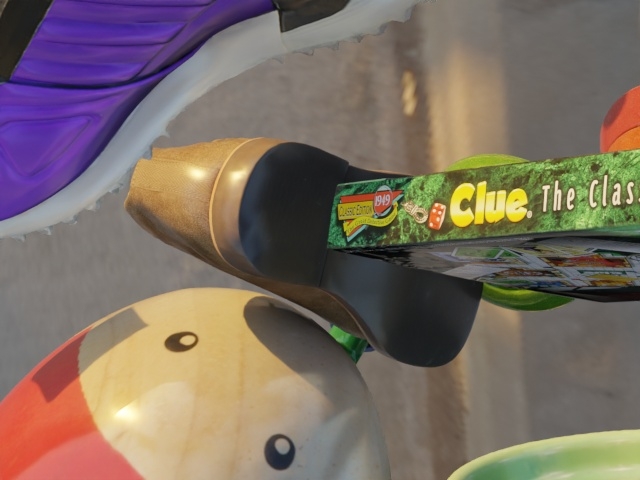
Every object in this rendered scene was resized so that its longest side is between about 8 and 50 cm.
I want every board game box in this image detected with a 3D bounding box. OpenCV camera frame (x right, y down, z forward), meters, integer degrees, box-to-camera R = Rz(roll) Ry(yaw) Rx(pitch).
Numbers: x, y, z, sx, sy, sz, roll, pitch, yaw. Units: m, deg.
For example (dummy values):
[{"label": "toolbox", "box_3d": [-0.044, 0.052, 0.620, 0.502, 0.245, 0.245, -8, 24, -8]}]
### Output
[{"label": "board game box", "box_3d": [0.133, -0.004, 0.619, 0.136, 0.259, 0.030, 15, 78, -36]}]

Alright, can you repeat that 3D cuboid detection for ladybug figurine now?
[{"label": "ladybug figurine", "box_3d": [-0.141, 0.231, 1.245, 0.305, 0.162, 0.449, 41, 111, 21]}]

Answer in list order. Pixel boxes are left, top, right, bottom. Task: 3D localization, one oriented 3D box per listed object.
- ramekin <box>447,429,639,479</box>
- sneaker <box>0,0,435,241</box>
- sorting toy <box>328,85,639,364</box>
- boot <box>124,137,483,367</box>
[{"label": "ramekin", "box_3d": [0.246, 0.244, 1.417, 0.303, 0.303, 0.148, -5, 97, -8]}, {"label": "sneaker", "box_3d": [-0.092, -0.104, 0.697, 0.293, 0.102, 0.146, -29, 139, 32]}, {"label": "sorting toy", "box_3d": [0.124, 0.021, 1.244, 0.127, 0.365, 0.126, 50, 46, -17]}, {"label": "boot", "box_3d": [0.000, 0.000, 1.203, 0.305, 0.115, 0.112, 28, 76, -52]}]
